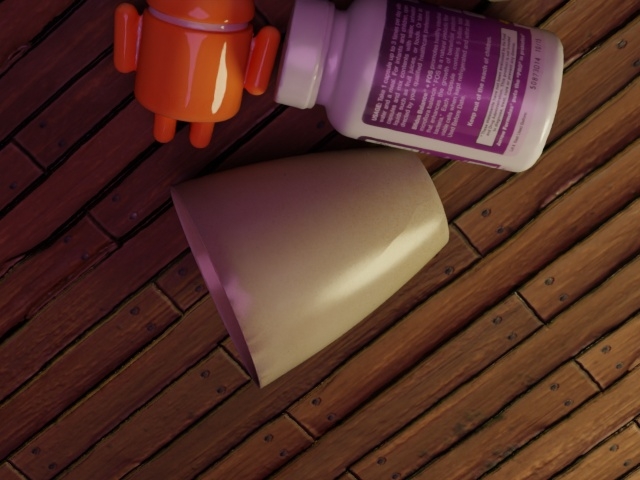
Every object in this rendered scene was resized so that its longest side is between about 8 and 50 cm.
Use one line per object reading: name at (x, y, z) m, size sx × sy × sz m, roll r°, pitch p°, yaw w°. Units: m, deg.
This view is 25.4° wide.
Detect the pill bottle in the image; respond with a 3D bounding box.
pill bottle at (0.106, -0.186, 1.601) m, size 0.302 × 0.169 × 0.169 m, roll 12°, pitch 112°, yaw -6°

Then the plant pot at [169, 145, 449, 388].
plant pot at (0.000, 0.000, 1.659) m, size 0.274 × 0.256 × 0.256 m, roll -24°, pitch 112°, yaw -9°

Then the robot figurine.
robot figurine at (-0.141, -0.218, 1.609) m, size 0.158 × 0.128 × 0.219 m, roll 23°, pitch 115°, yaw 28°
